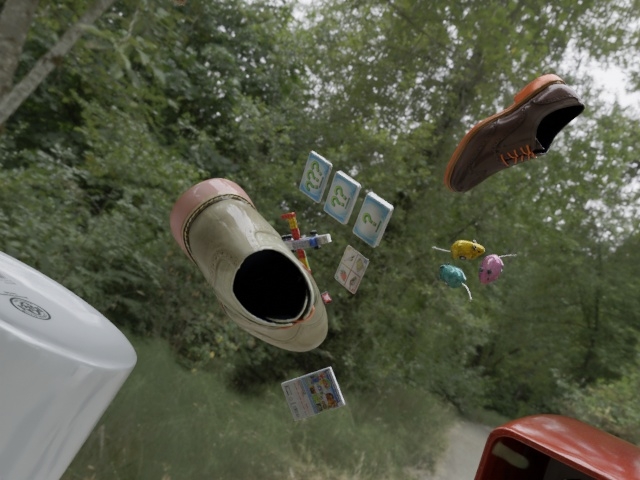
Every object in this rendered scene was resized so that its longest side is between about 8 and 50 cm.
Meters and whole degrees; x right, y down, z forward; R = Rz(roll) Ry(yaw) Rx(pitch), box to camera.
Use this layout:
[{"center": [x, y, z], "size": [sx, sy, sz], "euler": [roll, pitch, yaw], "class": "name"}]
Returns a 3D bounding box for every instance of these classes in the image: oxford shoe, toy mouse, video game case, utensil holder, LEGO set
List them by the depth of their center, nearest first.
[{"center": [-0.444, 0.219, 0.604], "size": [0.328, 0.385, 0.327], "euler": [35, -7, 5], "class": "utensil holder"}, {"center": [-0.067, 0.087, 0.762], "size": [0.146, 0.140, 0.397], "euler": [46, -5, 37], "class": "oxford shoe"}, {"center": [0.000, 0.000, 0.911], "size": [0.182, 0.244, 0.060], "euler": [39, 38, 25], "class": "LEGO set"}, {"center": [0.339, -0.174, 0.971], "size": [0.097, 0.271, 0.098], "euler": [27, 26, -39], "class": "oxford shoe"}, {"center": [0.276, 0.050, 1.003], "size": [0.161, 0.143, 0.031], "euler": [-3, -47, 23], "class": "toy mouse"}, {"center": [-0.017, 0.333, 1.178], "size": [0.087, 0.122, 0.011], "euler": [69, 17, 4], "class": "video game case"}]

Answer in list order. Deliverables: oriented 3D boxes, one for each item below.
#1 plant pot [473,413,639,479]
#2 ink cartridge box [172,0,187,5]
[{"center": [0.301, 0.334, 0.571], "size": [0.267, 0.267, 0.236], "euler": [20, 13, 30], "class": "plant pot"}, {"center": [-0.191, -0.387, 0.547], "size": [0.235, 0.193, 0.088], "euler": [19, 47, -40], "class": "ink cartridge box"}]
